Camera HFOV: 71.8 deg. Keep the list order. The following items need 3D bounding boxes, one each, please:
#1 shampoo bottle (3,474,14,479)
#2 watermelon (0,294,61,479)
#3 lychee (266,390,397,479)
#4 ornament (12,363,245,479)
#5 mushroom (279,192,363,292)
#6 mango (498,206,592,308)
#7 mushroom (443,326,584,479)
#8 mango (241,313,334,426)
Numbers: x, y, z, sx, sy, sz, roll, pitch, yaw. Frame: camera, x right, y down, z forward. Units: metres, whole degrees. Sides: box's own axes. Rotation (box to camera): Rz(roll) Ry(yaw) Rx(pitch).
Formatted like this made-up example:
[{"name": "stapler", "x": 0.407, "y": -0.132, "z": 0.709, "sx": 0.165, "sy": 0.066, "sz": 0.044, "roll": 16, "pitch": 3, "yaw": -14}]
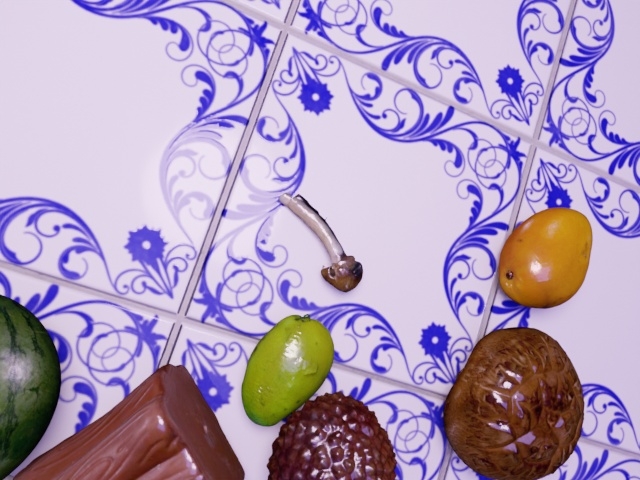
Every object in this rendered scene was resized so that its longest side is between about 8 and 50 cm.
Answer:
[{"name": "shampoo bottle", "x": -0.381, "y": 0.354, "z": 0.559, "sx": 0.045, "sy": 0.152, "sz": 0.077, "roll": -12, "pitch": 47, "yaw": -8}, {"name": "watermelon", "x": -0.428, "y": 0.170, "z": 0.498, "sx": 0.242, "sy": 0.242, "sz": 0.242, "roll": 1, "pitch": 87, "yaw": -13}, {"name": "lychee", "x": 0.013, "y": 0.310, "z": 0.617, "sx": 0.188, "sy": 0.188, "sz": 0.188, "roll": 1, "pitch": 87, "yaw": -13}, {"name": "ornament", "x": -0.242, "y": 0.298, "z": 0.562, "sx": 0.217, "sy": 0.221, "sz": 0.235, "roll": -32, "pitch": 139, "yaw": -10}, {"name": "mushroom", "x": 0.000, "y": 0.000, "z": 0.707, "sx": 0.060, "sy": 0.061, "sz": 0.187, "roll": -31, "pitch": 83, "yaw": -26}, {"name": "mango", "x": 0.398, "y": 0.022, "z": 0.770, "sx": 0.219, "sy": 0.112, "sz": 0.145, "roll": -43, "pitch": 97, "yaw": -24}, {"name": "mushroom", "x": 0.317, "y": 0.267, "z": 0.718, "sx": 0.253, "sy": 0.153, "sz": 0.253, "roll": -1, "pitch": 94, "yaw": -21}, {"name": "mango", "x": -0.050, "y": 0.195, "z": 0.656, "sx": 0.119, "sy": 0.100, "sz": 0.178, "roll": 32, "pitch": 88, "yaw": -12}]
